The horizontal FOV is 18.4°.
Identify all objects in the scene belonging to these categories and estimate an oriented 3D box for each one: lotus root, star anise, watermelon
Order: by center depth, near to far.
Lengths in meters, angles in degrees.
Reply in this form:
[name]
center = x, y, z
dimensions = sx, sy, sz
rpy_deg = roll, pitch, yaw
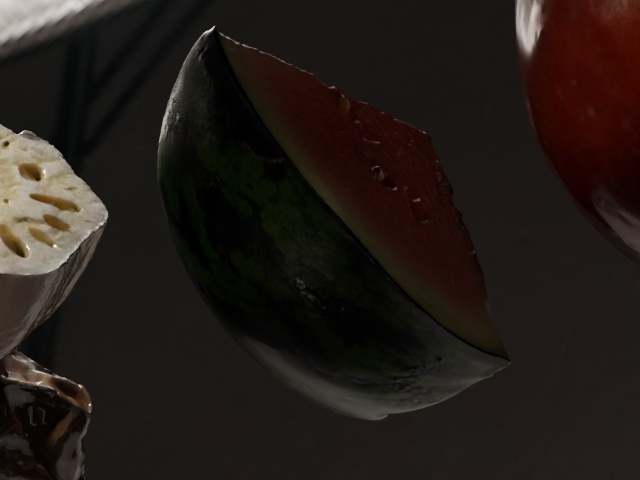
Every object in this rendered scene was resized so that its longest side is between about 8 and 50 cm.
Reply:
[watermelon]
center = -0.014, 0.010, 0.898
dimensions = 0.145, 0.137, 0.193
rpy_deg = -41, 85, 30
[lotus root]
center = -0.174, 0.000, 0.964
dimensions = 0.112, 0.122, 0.081
rpy_deg = 34, 125, 3
[star anise]
center = -0.215, 0.063, 1.076
dimensions = 0.220, 0.214, 0.099
rpy_deg = 30, 117, 12

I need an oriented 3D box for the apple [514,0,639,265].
[apple]
center = 0.208, -0.090, 0.758
dimensions = 0.260, 0.260, 0.217
rpy_deg = -9, 65, 11
